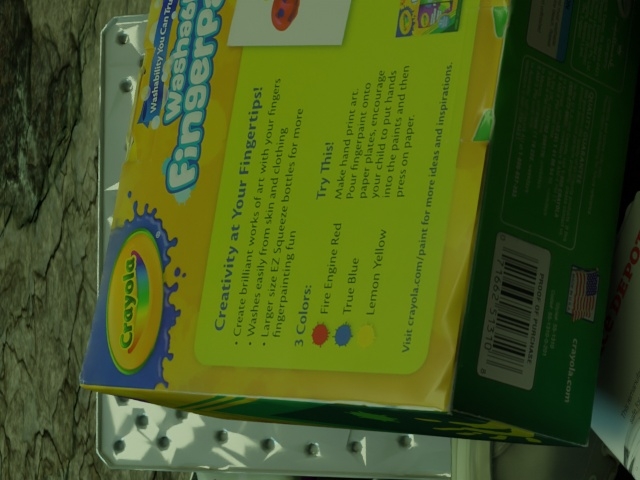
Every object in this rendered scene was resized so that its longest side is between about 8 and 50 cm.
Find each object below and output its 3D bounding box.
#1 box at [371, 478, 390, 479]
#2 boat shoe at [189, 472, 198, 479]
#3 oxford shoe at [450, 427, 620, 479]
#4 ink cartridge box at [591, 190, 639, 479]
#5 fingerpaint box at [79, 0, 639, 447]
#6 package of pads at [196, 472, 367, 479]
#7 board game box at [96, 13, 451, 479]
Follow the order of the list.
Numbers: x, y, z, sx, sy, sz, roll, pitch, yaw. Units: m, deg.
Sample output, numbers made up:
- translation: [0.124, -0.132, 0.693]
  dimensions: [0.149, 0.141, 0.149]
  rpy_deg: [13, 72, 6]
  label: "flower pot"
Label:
- translation: [0.055, 0.338, 1.524]
  dimensions: [0.113, 0.094, 0.275]
  rpy_deg: [124, 159, -45]
  label: "box"
- translation: [-0.102, 0.258, 2.031]
  dimensions: [0.070, 0.077, 0.219]
  rpy_deg: [43, 119, 55]
  label: "boat shoe"
- translation: [0.157, 0.195, 1.417]
  dimensions: [0.169, 0.130, 0.449]
  rpy_deg: [81, -168, -79]
  label: "oxford shoe"
- translation: [0.277, 0.097, 1.254]
  dimensions: [0.237, 0.100, 0.172]
  rpy_deg: [52, 132, 51]
  label: "ink cartridge box"
- translation: [0.036, -0.087, 1.386]
  dimensions: [0.371, 0.163, 0.445]
  rpy_deg: [-2, 75, 44]
  label: "fingerpaint box"
- translation: [-0.042, 0.181, 1.764]
  dimensions: [0.101, 0.229, 0.297]
  rpy_deg: [-23, 60, 13]
  label: "package of pads"
- translation: [0.000, 0.000, 1.594]
  dimensions: [0.389, 0.050, 0.390]
  rpy_deg: [-1, 88, 18]
  label: "board game box"
